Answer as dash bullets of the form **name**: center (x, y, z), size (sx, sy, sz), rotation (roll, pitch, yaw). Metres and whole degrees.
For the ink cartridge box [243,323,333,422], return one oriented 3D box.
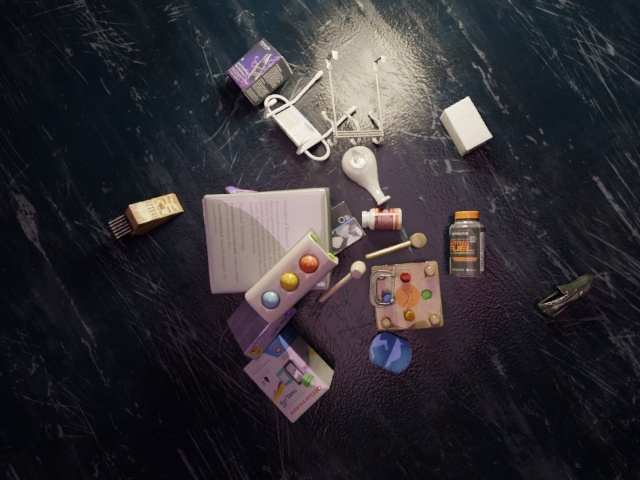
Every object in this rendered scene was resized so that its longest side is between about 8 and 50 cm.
- **ink cartridge box**: center (-0.114, 0.504, 1.587), size (0.198, 0.197, 0.270), rotation (-45, 85, 4)

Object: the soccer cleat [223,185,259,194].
- **soccer cleat**: center (-0.238, -0.148, 1.661), size (0.318, 0.108, 0.117), rotation (31, 90, 2)

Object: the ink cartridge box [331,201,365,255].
- **ink cartridge box**: center (0.000, 0.000, 1.652), size (0.332, 0.065, 0.165), rotation (-34, 86, 6)

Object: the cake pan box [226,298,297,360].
- **cake pan box**: center (-0.235, 0.286, 1.581), size (0.246, 0.267, 0.070), rotation (-50, 123, -4)

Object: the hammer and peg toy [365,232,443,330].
- **hammer and peg toy**: center (0.320, 0.161, 1.582), size (0.265, 0.127, 0.362), rotation (-7, 88, 8)

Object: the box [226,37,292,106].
- **box**: center (-0.244, -0.671, 1.644), size (0.207, 0.108, 0.153), rotation (-42, 63, 4)

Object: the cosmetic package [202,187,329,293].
- **cosmetic package**: center (-0.160, -0.013, 1.453), size (0.393, 0.329, 0.328), rotation (-3, 98, 4)

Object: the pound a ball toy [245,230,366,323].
- **pound a ball toy**: center (-0.042, 0.125, 1.230), size (0.319, 0.136, 0.208), rotation (-43, 94, 10)

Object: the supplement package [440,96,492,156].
- **supplement package**: center (0.554, -0.433, 1.575), size (0.105, 0.105, 0.179), rotation (-28, 86, 4)

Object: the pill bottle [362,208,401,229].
- **pill bottle**: center (0.240, -0.083, 1.614), size (0.151, 0.086, 0.086), rotation (0, 89, 6)

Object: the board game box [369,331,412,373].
- **board game box**: center (0.277, 0.441, 1.630), size (0.168, 0.033, 0.133), rotation (22, 86, 1)

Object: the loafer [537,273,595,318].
- **loafer**: center (0.920, 0.198, 1.539), size (0.223, 0.076, 0.078), rotation (-42, 93, 8)

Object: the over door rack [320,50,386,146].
- **over door rack**: center (0.126, -0.528, 1.559), size (0.239, 0.108, 0.325), rotation (-10, 108, -29)

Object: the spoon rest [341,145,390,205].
- **spoon rest**: center (0.185, -0.255, 1.637), size (0.137, 0.084, 0.277), rotation (-29, 73, 4)

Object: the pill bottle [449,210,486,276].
- **pill bottle**: center (0.556, 0.013, 1.556), size (0.130, 0.130, 0.246), rotation (-1, 88, 6)

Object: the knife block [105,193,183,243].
- **knife block**: center (-0.749, -0.082, 1.735), size (0.275, 0.242, 0.088), rotation (-26, 86, -40)

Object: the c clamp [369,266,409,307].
- **c clamp**: center (0.248, 0.172, 1.515), size (0.137, 0.022, 0.161), rotation (8, 90, 8)

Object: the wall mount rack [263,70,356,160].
- **wall mount rack**: center (-0.044, -0.504, 1.639), size (0.304, 0.130, 0.350), rotation (-40, 86, -28)
